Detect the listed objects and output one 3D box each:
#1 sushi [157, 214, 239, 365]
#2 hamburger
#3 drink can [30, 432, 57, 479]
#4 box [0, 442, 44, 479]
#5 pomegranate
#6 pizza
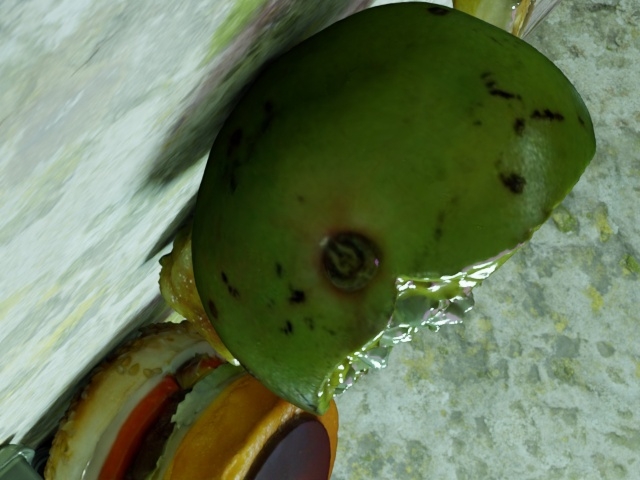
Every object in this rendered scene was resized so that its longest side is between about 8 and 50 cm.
[{"bbox_3d":[-0.040,-0.001,1.424,0.274,0.139,0.184,-45,176,33],"label":"sushi"},{"bbox_3d":[-0.147,0.261,1.798,0.330,0.250,0.330,-48,149,-42],"label":"hamburger"},{"bbox_3d":[-0.275,0.256,1.993,0.097,0.097,0.235,-48,178,24],"label":"drink can"},{"bbox_3d":[-0.328,0.339,1.545,0.138,0.178,0.274,-48,176,36],"label":"box"},{"bbox_3d":[0.039,-0.052,1.182,0.310,0.216,0.358,-47,-174,22],"label":"pomegranate"},{"bbox_3d":[0.173,-0.271,1.521,0.204,0.081,0.188,71,39,-76],"label":"pizza"}]
